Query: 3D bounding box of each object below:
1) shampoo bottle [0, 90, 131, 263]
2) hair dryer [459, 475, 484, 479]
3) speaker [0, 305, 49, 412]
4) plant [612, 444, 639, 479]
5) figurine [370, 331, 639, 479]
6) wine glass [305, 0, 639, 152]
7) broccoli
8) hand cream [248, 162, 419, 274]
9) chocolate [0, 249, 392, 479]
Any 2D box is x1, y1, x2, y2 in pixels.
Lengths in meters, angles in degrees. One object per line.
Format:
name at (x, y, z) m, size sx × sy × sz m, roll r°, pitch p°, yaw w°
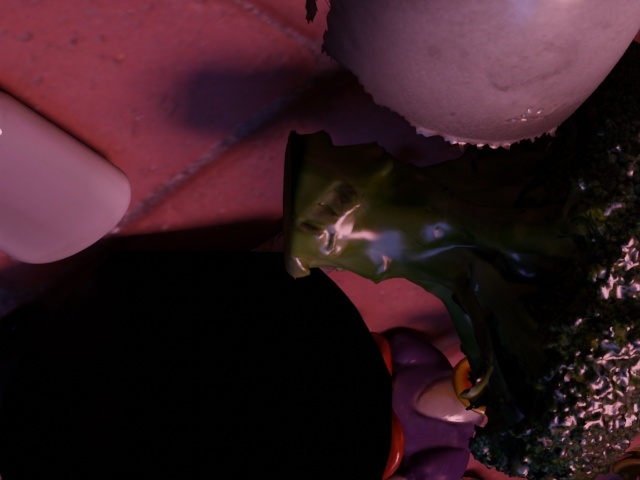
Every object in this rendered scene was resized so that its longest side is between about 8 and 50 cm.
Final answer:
shampoo bottle at (-0.224, -0.055, 1.113) m, size 0.108 × 0.051 × 0.221 m, roll -26°, pitch 143°, yaw 24°
hair dryer at (0.270, 0.313, 1.624) m, size 0.344 × 0.107 × 0.189 m, roll 4°, pitch 155°, yaw 31°
speaker at (-0.278, 0.127, 1.364) m, size 0.218 × 0.044 × 0.082 m, roll -32°, pitch 140°, yaw 27°
plant at (0.387, 0.153, 1.467) m, size 0.261 × 0.297 × 0.306 m, roll -36°, pitch 132°, yaw -18°
figurine at (0.082, 0.158, 1.415) m, size 0.421 × 0.154 × 0.193 m, roll -31°, pitch 146°, yaw 28°
wine glass at (0.115, -0.211, 0.871) m, size 0.190 × 0.190 × 0.357 m, roll 2°, pitch 144°, yaw -18°
broccoli at (0.122, 0.015, 1.109) m, size 0.297 × 0.298 × 0.297 m, roll 4°, pitch 144°, yaw -3°
hand cream at (0.000, 0.000, 1.268) m, size 0.194 × 0.042 × 0.067 m, roll -31°, pitch 139°, yaw 34°
chocolate at (-0.084, 0.158, 1.274) m, size 0.283 × 0.284 × 0.186 m, roll -10°, pitch 161°, yaw -1°
